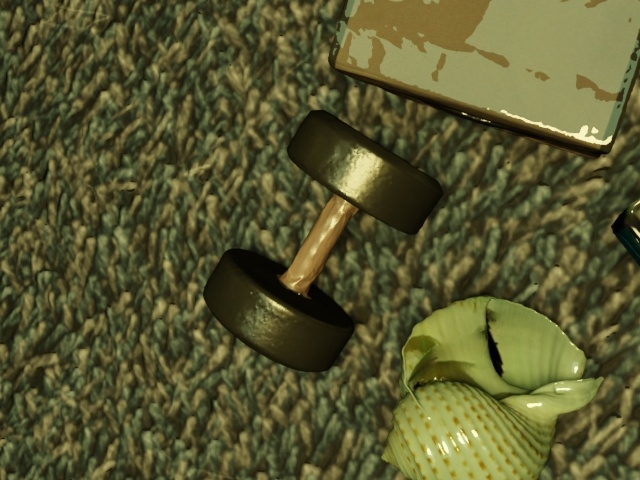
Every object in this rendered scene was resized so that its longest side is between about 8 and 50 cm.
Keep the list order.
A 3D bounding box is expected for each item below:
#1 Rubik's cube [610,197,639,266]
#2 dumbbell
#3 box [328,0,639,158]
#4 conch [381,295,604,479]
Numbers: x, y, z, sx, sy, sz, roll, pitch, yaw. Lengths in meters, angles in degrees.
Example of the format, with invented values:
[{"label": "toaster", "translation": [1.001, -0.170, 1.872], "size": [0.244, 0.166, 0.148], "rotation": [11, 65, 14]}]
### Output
[{"label": "Rubik's cube", "translation": [0.366, 0.002, 0.661], "size": [0.180, 0.167, 0.183], "rotation": [-39, 79, 12]}, {"label": "dumbbell", "translation": [0.000, 0.000, 0.786], "size": [0.152, 0.152, 0.218], "rotation": [35, 99, 16]}, {"label": "box", "translation": [0.166, -0.197, 0.739], "size": [0.252, 0.153, 0.188], "rotation": [19, 96, 17]}, {"label": "conch", "translation": [0.147, 0.156, 0.749], "size": [0.200, 0.131, 0.172], "rotation": [-10, 57, -21]}]
